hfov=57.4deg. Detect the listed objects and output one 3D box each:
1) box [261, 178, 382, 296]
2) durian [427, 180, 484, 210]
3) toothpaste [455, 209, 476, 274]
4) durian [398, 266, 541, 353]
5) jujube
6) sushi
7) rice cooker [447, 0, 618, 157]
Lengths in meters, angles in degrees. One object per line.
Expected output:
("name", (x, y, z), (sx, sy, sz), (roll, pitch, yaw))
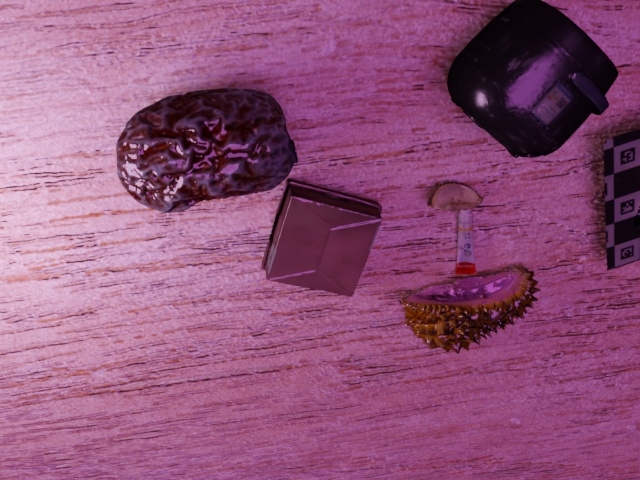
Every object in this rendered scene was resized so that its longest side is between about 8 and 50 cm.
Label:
("box", (0.000, 0.000, 1.245), (0.215, 0.086, 0.215), (14, 113, -13))
("durian", (0.284, -0.095, 1.247), (0.130, 0.066, 0.052), (-8, 118, -13))
("toothpaste", (0.327, -0.001, 1.319), (0.048, 0.031, 0.190), (-2, 120, 12))
("durian", (0.361, 0.182, 1.370), (0.341, 0.112, 0.191), (-12, 115, -4))
("jujube", (-0.203, -0.166, 1.064), (0.317, 0.226, 0.226), (-8, 117, -1))
("sushi", (0.780, -0.135, 1.292), (0.359, 0.064, 0.343), (-18, 122, 1))
("rice cooker", (0.375, -0.284, 1.062), (0.267, 0.267, 0.224), (33, 109, -21))
